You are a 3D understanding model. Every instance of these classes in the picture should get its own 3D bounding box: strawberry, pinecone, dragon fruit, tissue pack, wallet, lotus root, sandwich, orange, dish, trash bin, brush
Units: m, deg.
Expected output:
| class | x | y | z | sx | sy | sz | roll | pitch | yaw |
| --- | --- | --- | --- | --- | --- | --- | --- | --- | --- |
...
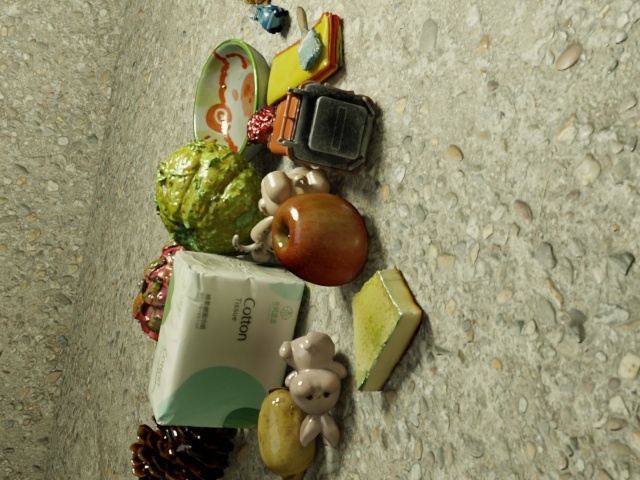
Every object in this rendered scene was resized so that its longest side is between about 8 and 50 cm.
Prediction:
| class | x | y | z | sx | sy | sz | roll | pitch | yaw |
| --- | --- | --- | --- | --- | --- | --- | --- | --- | --- |
| strawberry | -0.096 | -0.252 | 1.748 | 0.145 | 0.145 | 0.086 | 4 | 96 | 61 |
| pinecone | -0.320 | 0.486 | 1.912 | 0.292 | 0.246 | 0.246 | -55 | 37 | 17 |
| dragon fruit | -0.328 | 0.122 | 2.002 | 0.269 | 0.250 | 0.291 | -162 | 92 | -84 |
| tissue pack | -0.211 | 0.221 | 1.730 | 0.194 | 0.266 | 0.357 | -144 | 65 | -64 |
| wallet | -0.031 | -0.391 | 1.753 | 0.241 | 0.067 | 0.141 | -23 | 60 | 53 |
| lotus root | -0.065 | 0.402 | 1.583 | 0.118 | 0.125 | 0.221 | -18 | 70 | 22 |
| sandwich | 0.097 | 0.147 | 1.407 | 0.193 | 0.058 | 0.162 | -66 | 31 | 31 |
| orange | -0.245 | -0.080 | 1.814 | 0.223 | 0.300 | 0.301 | -48 | 20 | -28 |
| dish | -0.190 | -0.327 | 1.966 | 0.324 | 0.124 | 0.324 | -7 | 82 | 54 |
| trash bin | -0.022 | -0.222 | 1.577 | 0.238 | 0.184 | 0.161 | -166 | 87 | -67 |
| brush | -0.032 | -0.443 | 1.699 | 0.070 | 0.021 | 0.196 | -48 | 38 | 37 |

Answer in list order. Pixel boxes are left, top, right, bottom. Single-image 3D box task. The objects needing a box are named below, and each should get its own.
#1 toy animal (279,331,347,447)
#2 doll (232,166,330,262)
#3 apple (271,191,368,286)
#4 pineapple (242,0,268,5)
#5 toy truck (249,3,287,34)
| class | x | y | z | sx | sy | sz | roll | pitch | yaw |
| --- | --- | --- | --- | --- | --- | --- | --- | --- | --- |
| toy animal | -0.005 | 0.286 | 1.507 | 0.124 | 0.124 | 0.213 | -36 | 60 | 53 |
| doll | -0.079 | -0.049 | 1.664 | 0.278 | 0.154 | 0.119 | -54 | 44 | 44 |
| apple | 0.000 | 0.000 | 1.500 | 0.181 | 0.168 | 0.181 | -4 | 86 | 57 |
| pineapple | -0.216 | -0.675 | 2.067 | 0.233 | 0.135 | 0.079 | 51 | 128 | 51 |
| toy truck | -0.118 | -0.550 | 1.947 | 0.063 | 0.074 | 0.136 | -68 | -8 | 23 |
